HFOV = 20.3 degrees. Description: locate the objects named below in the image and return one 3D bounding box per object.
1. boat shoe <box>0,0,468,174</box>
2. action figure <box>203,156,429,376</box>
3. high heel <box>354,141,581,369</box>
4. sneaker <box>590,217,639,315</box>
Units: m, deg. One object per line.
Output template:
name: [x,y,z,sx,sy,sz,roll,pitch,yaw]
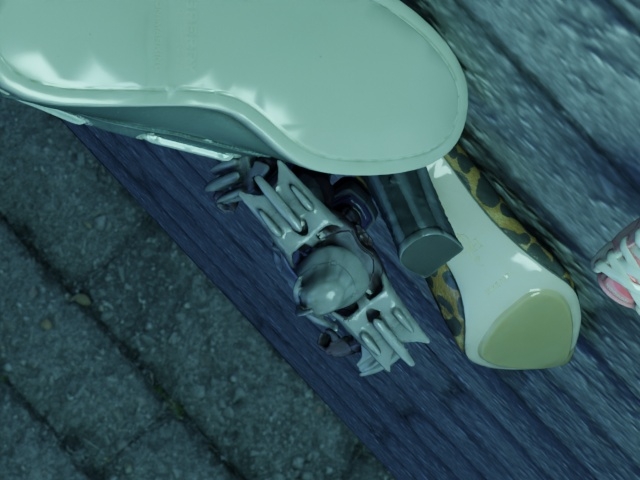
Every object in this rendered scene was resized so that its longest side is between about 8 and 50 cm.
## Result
boat shoe: [-0.062,-0.105,1.041,0.319,0.116,0.099,7,179,-30]
action figure: [0.000,0.000,1.248,0.185,0.099,0.285,62,-170,-17]
high heel: [0.097,-0.018,1.249,0.261,0.093,0.186,40,-158,-50]
sneaker: [0.181,0.005,0.919,0.051,0.070,0.134,48,169,7]
